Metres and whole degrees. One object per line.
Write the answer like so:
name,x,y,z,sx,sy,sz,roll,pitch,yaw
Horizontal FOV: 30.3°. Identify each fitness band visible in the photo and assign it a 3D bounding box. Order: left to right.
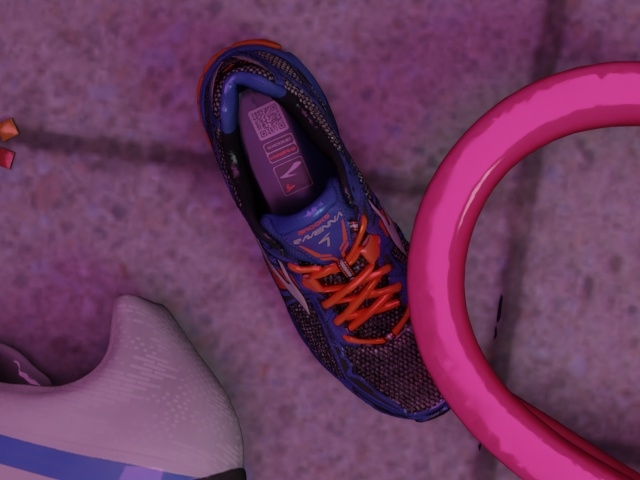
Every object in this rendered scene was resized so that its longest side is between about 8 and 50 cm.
fitness band,0.179,0.041,0.545,0.291,0.054,0.209,30,99,10

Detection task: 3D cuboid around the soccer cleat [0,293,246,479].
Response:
soccer cleat,-0.197,0.140,0.623,0.331,0.116,0.143,-25,73,6

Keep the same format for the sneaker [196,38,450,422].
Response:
sneaker,0.000,0.000,0.598,0.083,0.087,0.221,-33,94,6

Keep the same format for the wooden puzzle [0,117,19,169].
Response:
wooden puzzle,-0.205,-0.065,0.642,0.083,0.006,0.049,2,96,2
